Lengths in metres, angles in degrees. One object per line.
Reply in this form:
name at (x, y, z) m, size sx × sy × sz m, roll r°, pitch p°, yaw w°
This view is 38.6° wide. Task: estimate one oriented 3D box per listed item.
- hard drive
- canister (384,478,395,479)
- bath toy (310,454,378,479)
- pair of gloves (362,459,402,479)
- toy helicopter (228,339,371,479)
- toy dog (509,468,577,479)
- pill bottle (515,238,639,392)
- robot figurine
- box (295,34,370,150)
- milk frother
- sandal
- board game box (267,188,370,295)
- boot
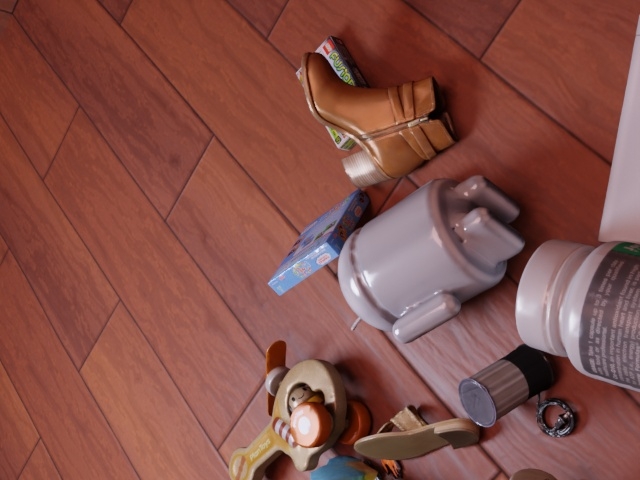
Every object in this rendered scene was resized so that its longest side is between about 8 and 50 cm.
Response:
hard drive at (0.550, -0.152, 1.334) m, size 0.233 × 0.047 × 0.353 m, roll 12°, pitch 94°, yaw 42°
canister at (0.162, 0.474, 1.566) m, size 0.170 × 0.126 × 0.073 m, roll 11°, pitch 93°, yaw 40°
bath toy at (0.029, 0.580, 1.675) m, size 0.129 × 0.151 × 0.348 m, roll -153°, pitch 69°, yaw -76°
pair of gloves at (0.113, 0.424, 1.690) m, size 0.083 × 0.010 × 0.074 m, roll -53°, pitch 56°, yaw 28°
toy helicopter at (-0.080, 0.358, 1.788) m, size 0.355 × 0.140 × 0.235 m, roll -48°, pitch 54°, yaw 30°
toy dog at (0.420, 0.452, 1.327) m, size 0.333 × 0.161 × 0.220 m, roll 44°, pitch 141°, yaw 24°
pill bottle at (0.470, 0.114, 1.273) m, size 0.361 × 0.204 × 0.204 m, roll 15°, pitch 95°, yaw 41°
robot figurine at (0.171, 0.030, 1.549) m, size 0.353 × 0.199 × 0.300 m, roll -32°, pitch 35°, yaw 35°
box at (0.037, -0.293, 1.811) m, size 0.114 × 0.036 × 0.207 m, roll -44°, pitch 59°, yaw 29°
milk frother at (0.313, 0.260, 1.444) m, size 0.143 × 0.134 × 0.129 m, roll 38°, pitch 141°, yaw 40°
sandal at (0.174, 0.328, 1.619) m, size 0.240 × 0.088 × 0.079 m, roll -17°, pitch 43°, yaw 32°
board game box at (0.000, 0.000, 1.717) m, size 0.160 × 0.211 × 0.039 m, roll -35°, pitch 104°, yaw 34°
boot at (0.104, -0.250, 1.659) m, size 0.220 × 0.109 × 0.283 m, roll -24°, pitch 92°, yaw 30°
